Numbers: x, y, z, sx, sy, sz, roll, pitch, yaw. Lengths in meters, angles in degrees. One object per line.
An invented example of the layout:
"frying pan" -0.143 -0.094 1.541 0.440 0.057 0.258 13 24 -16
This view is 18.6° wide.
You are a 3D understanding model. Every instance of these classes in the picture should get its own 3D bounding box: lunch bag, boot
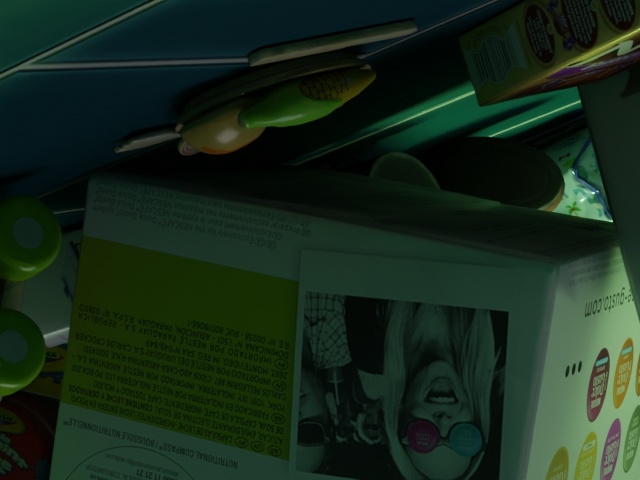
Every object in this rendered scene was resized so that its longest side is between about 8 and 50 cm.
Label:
"lunch bag" 0.265 -0.077 2.009 0.129 0.096 0.151 -23 -157 48
"boot" 0.168 0.006 1.915 0.264 0.096 0.280 -20 150 28

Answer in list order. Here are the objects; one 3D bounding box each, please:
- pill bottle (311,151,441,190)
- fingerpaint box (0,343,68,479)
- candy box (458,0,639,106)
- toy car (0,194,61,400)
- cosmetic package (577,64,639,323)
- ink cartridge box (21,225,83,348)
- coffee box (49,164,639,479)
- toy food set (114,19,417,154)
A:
"pill bottle" 0.000 0.000 1.685 0.123 0.123 0.219 -14 174 -45
"fingerpaint box" -0.187 0.267 1.817 0.444 0.163 0.371 16 -155 1
"candy box" 0.183 -0.138 1.190 0.109 0.053 0.186 -14 173 -35
"toy car" -0.283 0.034 1.223 0.188 0.149 0.155 18 153 -28
"cosmetic package" 0.419 -0.017 1.375 0.329 0.327 0.393 -20 162 25
"ink cartridge box" -0.173 0.028 1.610 0.190 0.082 0.139 -19 176 -3
"coffee box" 0.035 0.137 1.401 0.338 0.334 0.337 11 -173 23
"toy food set" -0.030 -0.076 1.170 0.132 0.038 0.192 -15 175 -33
